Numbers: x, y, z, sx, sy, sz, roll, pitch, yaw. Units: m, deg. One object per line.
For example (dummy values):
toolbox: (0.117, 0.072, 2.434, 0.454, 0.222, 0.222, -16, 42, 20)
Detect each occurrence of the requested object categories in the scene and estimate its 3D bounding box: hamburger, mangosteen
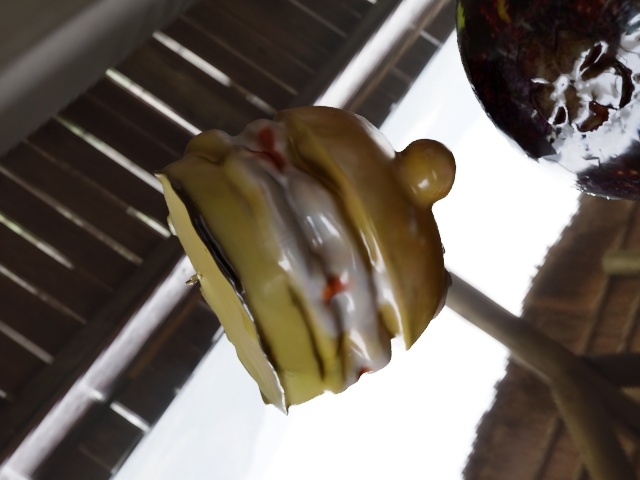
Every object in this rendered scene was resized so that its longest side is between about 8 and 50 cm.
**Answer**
hamburger: (0.000, 0.000, 0.996, 0.237, 0.276, 0.276, -29, 172, -12)
mangosteen: (0.242, -0.171, 0.807, 0.288, 0.288, 0.288, -56, 178, -3)
